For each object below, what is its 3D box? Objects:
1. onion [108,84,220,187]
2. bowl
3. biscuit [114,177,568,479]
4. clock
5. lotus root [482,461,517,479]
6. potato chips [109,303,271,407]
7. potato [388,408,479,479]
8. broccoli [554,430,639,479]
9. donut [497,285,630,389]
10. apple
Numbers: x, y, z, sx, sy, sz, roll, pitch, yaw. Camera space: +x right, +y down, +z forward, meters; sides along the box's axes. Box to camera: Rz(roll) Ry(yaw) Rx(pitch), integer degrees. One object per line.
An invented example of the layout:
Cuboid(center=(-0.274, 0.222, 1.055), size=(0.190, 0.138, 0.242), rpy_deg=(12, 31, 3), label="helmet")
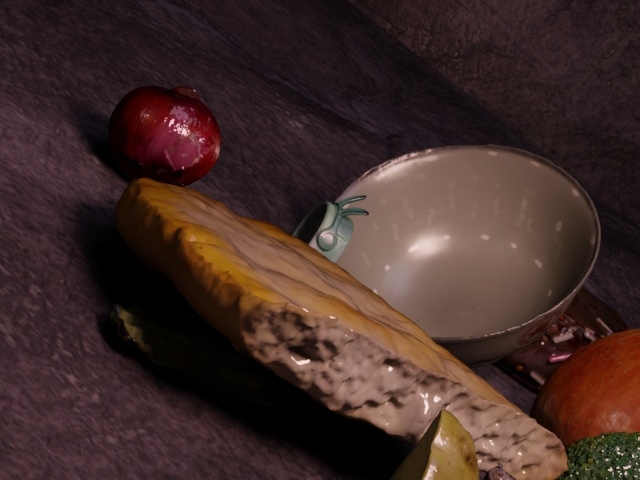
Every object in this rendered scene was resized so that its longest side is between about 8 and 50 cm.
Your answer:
Cuboid(center=(-0.172, -0.115, 2.084), size=(0.131, 0.131, 0.131), rpy_deg=(37, 17, -13), label="onion")
Cuboid(center=(0.167, 0.050, 2.248), size=(0.337, 0.337, 0.157), rpy_deg=(-122, -164, -46), label="bowl")
Cuboid(center=(-0.020, 0.078, 1.875), size=(0.429, 0.104, 0.446), rpy_deg=(25, 8, -46), label="biscuit")
Cuboid(center=(0.000, 0.000, 2.136), size=(0.041, 0.135, 0.101), rpy_deg=(36, 18, -15), label="clock")
Cuboid(center=(0.182, 0.342, 1.719), size=(0.167, 0.078, 0.329), rpy_deg=(47, 20, -32), label="lotus root")
Cuboid(center=(-0.124, 0.103, 1.782), size=(0.207, 0.028, 0.092), rpy_deg=(25, 22, -45), label="potato chips")
Cuboid(center=(0.101, 0.249, 1.700), size=(0.081, 0.149, 0.120), rpy_deg=(31, 20, -11), label="potato")
Cuboid(center=(0.315, 0.315, 1.918), size=(0.269, 0.261, 0.241), rpy_deg=(0, -53, 53), label="broccoli")
Cuboid(center=(0.259, 0.081, 2.508), size=(0.345, 0.136, 0.259), rpy_deg=(39, 19, -3), label="donut")
Cuboid(center=(0.405, 0.227, 2.163), size=(0.309, 0.250, 0.277), rpy_deg=(44, -12, -10), label="apple")
